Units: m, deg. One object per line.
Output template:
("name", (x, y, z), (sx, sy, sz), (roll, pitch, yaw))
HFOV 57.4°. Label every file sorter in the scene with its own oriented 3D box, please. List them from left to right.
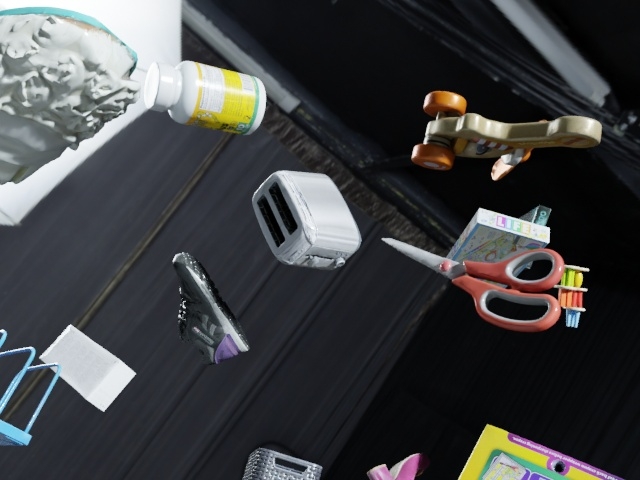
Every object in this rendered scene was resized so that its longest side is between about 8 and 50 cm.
("file sorter", (-0.409, 0.151, 0.669), (0.118, 0.105, 0.170), (-14, -47, 35))

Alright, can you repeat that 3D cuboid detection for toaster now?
("toaster", (-0.033, -0.048, 1.137), (0.146, 0.129, 0.227), (4, 54, -48))

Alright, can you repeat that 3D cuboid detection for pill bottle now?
("pill bottle", (-0.221, -0.275, 1.120), (0.208, 0.118, 0.117), (4, 11, -35))

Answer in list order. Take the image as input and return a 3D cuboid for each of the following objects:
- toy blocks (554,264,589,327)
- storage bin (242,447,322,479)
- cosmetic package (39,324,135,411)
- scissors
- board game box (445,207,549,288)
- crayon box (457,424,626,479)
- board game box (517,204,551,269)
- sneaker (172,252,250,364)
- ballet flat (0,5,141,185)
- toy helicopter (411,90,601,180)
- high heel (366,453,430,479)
("toy blocks", (0.609, 0.137, 1.428), (0.054, 0.148, 0.123), (4, -2, 42))
("storage bin", (-0.079, 0.453, 1.090), (0.122, 0.084, 0.180), (19, -28, -5))
("cosmetic package", (-0.503, 0.269, 1.255), (0.239, 0.099, 0.060), (17, -29, 42))
("scissors", (0.173, 0.047, 0.761), (0.297, 0.109, 0.021), (7, -25, 46))
("board game box", (0.257, 0.017, 0.874), (0.103, 0.026, 0.154), (16, -31, 0))
("crayon box", (0.458, 0.604, 1.225), (0.362, 0.313, 0.106), (14, -38, 38))
("board game box", (0.423, 0.003, 1.220), (0.026, 0.126, 0.186), (20, -3, 8))
("sneaker", (-0.264, 0.162, 1.256), (0.283, 0.124, 0.107), (65, -5, -29))
("ballet flat", (-0.321, -0.115, 0.563), (0.408, 0.147, 0.147), (6, -27, 38))
("toy helicopter", (0.367, -0.190, 1.124), (0.234, 0.140, 0.355), (18, -6, -38))
("high heel", (0.215, 0.595, 1.424), (0.244, 0.082, 0.117), (16, 38, -51))
